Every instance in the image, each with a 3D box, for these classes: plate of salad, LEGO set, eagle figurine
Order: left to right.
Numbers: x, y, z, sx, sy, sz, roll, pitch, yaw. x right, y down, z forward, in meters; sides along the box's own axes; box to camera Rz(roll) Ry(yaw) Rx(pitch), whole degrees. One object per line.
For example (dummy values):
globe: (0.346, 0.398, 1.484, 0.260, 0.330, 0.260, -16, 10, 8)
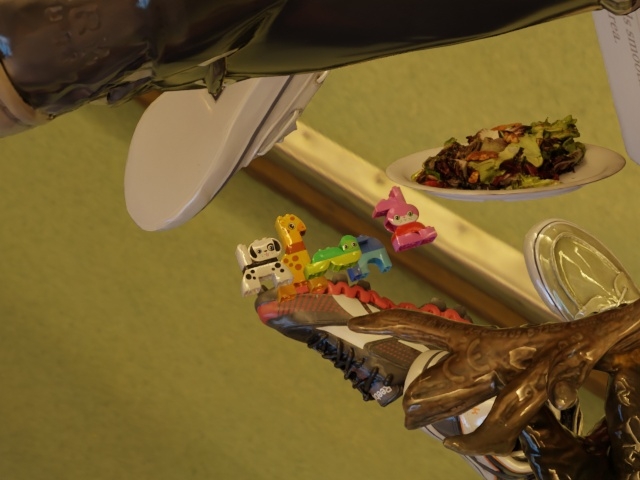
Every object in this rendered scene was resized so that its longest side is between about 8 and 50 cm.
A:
LEGO set: (0.000, 0.000, 1.627, 0.227, 0.087, 0.093, -16, 70, -19)
plate of salad: (0.153, -0.072, 1.228, 0.200, 0.200, 0.048, 4, 107, 23)
eagle figurine: (0.178, 0.150, 0.791, 0.225, 0.298, 0.226, -34, 29, -5)

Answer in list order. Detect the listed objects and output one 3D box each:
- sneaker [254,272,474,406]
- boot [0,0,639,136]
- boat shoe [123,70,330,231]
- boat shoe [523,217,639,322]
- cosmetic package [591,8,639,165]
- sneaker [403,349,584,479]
sneaker: (0.051, 0.123, 1.743, 0.276, 0.097, 0.135, 15, 66, -15)
boot: (0.016, -0.142, 0.585, 0.284, 0.377, 0.138, -10, 102, 12)
boat shoe: (-0.055, -0.106, 1.103, 0.267, 0.088, 0.096, -55, 52, 29)
boat shoe: (0.369, 0.092, 1.805, 0.109, 0.094, 0.302, -42, 96, -14)
cosmetic package: (0.371, -0.165, 0.755, 0.327, 0.329, 0.394, -32, 40, -12)
sneaker: (0.227, 0.211, 1.595, 0.127, 0.321, 0.126, 5, 74, 41)
